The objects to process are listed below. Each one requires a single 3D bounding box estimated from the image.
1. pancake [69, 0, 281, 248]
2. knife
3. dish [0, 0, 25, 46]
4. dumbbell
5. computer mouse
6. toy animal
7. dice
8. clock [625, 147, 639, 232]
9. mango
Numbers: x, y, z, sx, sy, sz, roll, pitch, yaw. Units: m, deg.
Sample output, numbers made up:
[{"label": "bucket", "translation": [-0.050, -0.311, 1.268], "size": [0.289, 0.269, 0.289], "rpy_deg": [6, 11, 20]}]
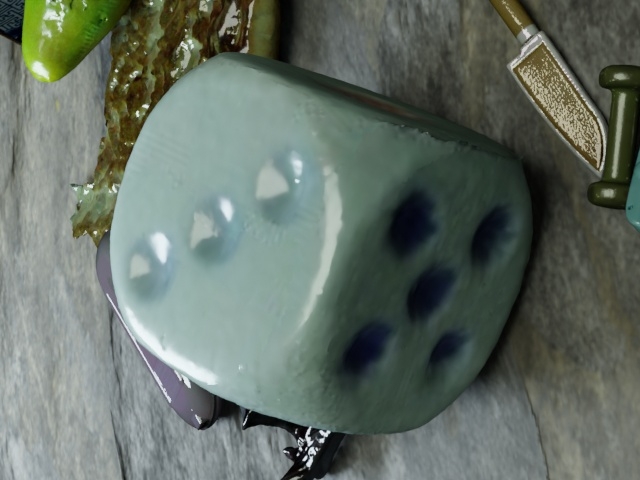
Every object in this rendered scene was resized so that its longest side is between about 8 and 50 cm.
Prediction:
[{"label": "pancake", "translation": [-0.157, -0.154, 1.523], "size": [0.305, 0.067, 0.427], "rpy_deg": [21, 102, 49]}, {"label": "knife", "translation": [0.185, -0.159, 1.226], "size": [0.046, 0.022, 0.256], "rpy_deg": [-39, 67, 23]}, {"label": "dish", "translation": [-0.326, -0.357, 1.661], "size": [0.182, 0.080, 0.243], "rpy_deg": [30, 109, 39]}, {"label": "dumbbell", "translation": [0.246, -0.084, 1.147], "size": [0.046, 0.052, 0.118], "rpy_deg": [6, 91, 2]}, {"label": "computer mouse", "translation": [-0.163, 0.089, 1.472], "size": [0.232, 0.057, 0.120], "rpy_deg": [56, 153, 16]}, {"label": "toy animal", "translation": [-0.065, 0.142, 1.371], "size": [0.210, 0.117, 0.121], "rpy_deg": [42, 120, 33]}, {"label": "dice", "translation": [0.000, 0.000, 1.214], "size": [0.268, 0.265, 0.262], "rpy_deg": [28, 103, 38]}, {"label": "clock", "translation": [0.307, -0.055, 1.064], "size": [0.147, 0.045, 0.108], "rpy_deg": [-11, 51, 46]}, {"label": "mango", "translation": [-0.262, -0.282, 1.534], "size": [0.125, 0.111, 0.233], "rpy_deg": [33, 108, 55]}]
